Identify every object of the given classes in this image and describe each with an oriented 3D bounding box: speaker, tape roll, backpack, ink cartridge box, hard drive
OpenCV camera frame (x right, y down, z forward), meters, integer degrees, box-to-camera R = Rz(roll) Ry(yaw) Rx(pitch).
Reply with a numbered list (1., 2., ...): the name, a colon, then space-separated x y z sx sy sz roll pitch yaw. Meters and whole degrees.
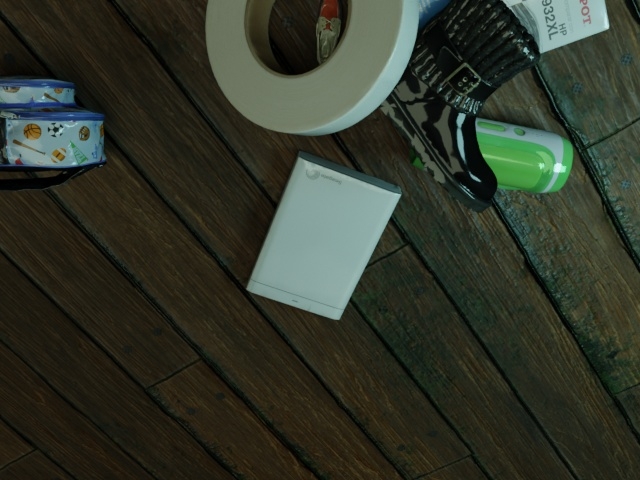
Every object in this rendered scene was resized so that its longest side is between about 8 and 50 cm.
1. speaker: 0.334 -0.175 1.298 0.296 0.131 0.131 10 119 -4
2. tape roll: -0.024 -0.374 1.107 0.392 0.072 0.392 2 95 30
3. backpack: -0.546 -0.209 1.249 0.263 0.276 0.213 8 106 -6
4. ink cartridge box: 0.316 -0.432 1.150 0.307 0.129 0.223 -18 117 12
5. hard drive: 0.000 0.000 1.451 0.233 0.047 0.353 19 118 -9

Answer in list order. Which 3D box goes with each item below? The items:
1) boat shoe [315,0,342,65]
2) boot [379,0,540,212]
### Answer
1. boat shoe: 0.014 -0.396 1.231 0.049 0.043 0.137 8 118 -1
2. boot: 0.268 -0.233 1.116 0.260 0.131 0.348 -34 111 22
